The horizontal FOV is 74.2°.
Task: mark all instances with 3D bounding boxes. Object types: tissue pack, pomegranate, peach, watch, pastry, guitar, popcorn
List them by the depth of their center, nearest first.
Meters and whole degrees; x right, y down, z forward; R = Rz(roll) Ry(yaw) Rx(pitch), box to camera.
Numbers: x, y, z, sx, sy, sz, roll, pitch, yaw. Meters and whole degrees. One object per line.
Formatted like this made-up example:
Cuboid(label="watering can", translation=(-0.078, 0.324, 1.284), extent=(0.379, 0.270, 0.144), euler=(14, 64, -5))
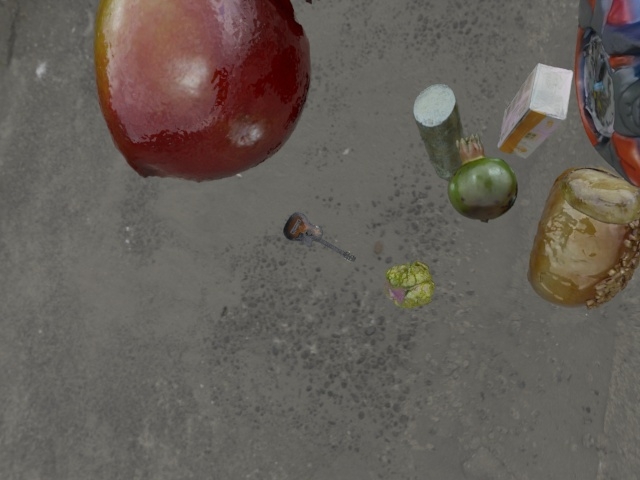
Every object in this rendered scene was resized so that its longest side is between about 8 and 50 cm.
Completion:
Cuboid(label="peach", translation=(-0.100, -0.139, 0.362), extent=(0.198, 0.197, 0.197), euler=(-6, 78, 31))
Cuboid(label="watch", translation=(0.432, -0.188, 0.413), extent=(0.275, 0.305, 0.241), euler=(-13, 119, 15))
Cuboid(label="pomegranate", translation=(0.366, -0.141, 0.971), extent=(0.159, 0.159, 0.204), euler=(-15, 93, 29))
Cuboid(label="popcorn", translation=(0.236, 0.117, 1.116), extent=(0.145, 0.126, 0.125), euler=(-54, 43, 50))
Cuboid(label="pastry", translation=(0.724, -0.004, 1.148), extent=(0.245, 0.410, 0.409), euler=(17, 91, 29))
Cuboid(label="guitar", translation=(0.000, 0.000, 1.247), extent=(0.233, 0.025, 0.088), euler=(29, 86, -1))
Cuboid(label="tissue pack", translation=(0.670, -0.399, 1.333), extent=(0.124, 0.225, 0.184), euler=(16, 71, 4))

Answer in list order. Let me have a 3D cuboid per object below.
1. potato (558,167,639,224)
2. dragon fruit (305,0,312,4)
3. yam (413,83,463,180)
Cuboid(label="potato", translation=(0.565, -0.091, 0.858), extent=(0.107, 0.080, 0.170), euler=(-34, 35, -7))
Cuboid(label="dragon fruit", translation=(0.088, -0.409, 0.545), extent=(0.330, 0.240, 0.302), euler=(-22, 76, 32))
Cuboid(label="yam", translation=(0.381, -0.314, 1.326), extent=(0.133, 0.330, 0.133), euler=(-13, 52, 17))
